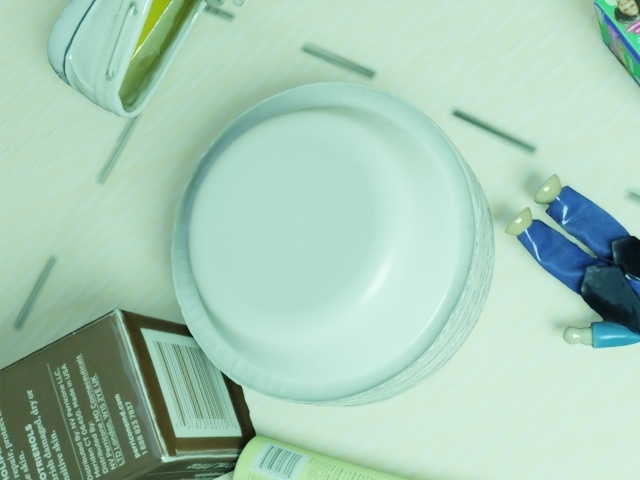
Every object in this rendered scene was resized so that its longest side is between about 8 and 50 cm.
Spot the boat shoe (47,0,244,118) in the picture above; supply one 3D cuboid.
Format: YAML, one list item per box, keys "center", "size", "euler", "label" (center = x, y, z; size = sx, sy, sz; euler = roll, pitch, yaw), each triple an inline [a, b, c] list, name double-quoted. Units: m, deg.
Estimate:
- center: [-0.120, -0.279, 0.895]
  size: [0.156, 0.136, 0.367]
  euler: [39, 96, 23]
  label: "boat shoe"

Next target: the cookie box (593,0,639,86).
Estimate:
- center: [0.276, -0.154, 0.745]
  size: [0.040, 0.092, 0.107]
  euler: [-36, 69, 13]
  label: "cookie box"

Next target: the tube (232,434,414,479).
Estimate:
- center: [0.040, 0.230, 0.761]
  size: [0.240, 0.062, 0.070]
  euler: [12, 116, 25]
  label: "tube"

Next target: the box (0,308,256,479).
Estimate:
- center: [-0.269, 0.210, 0.815]
  size: [0.381, 0.191, 0.143]
  euler: [-26, 71, 14]
  label: "box"

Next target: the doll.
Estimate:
- center: [0.243, 0.034, 0.742]
  size: [0.189, 0.046, 0.129]
  euler: [41, 85, 16]
  label: "doll"

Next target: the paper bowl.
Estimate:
- center: [0.000, 0.000, 0.786]
  size: [0.284, 0.148, 0.284]
  euler: [-4, 77, 21]
  label: "paper bowl"
